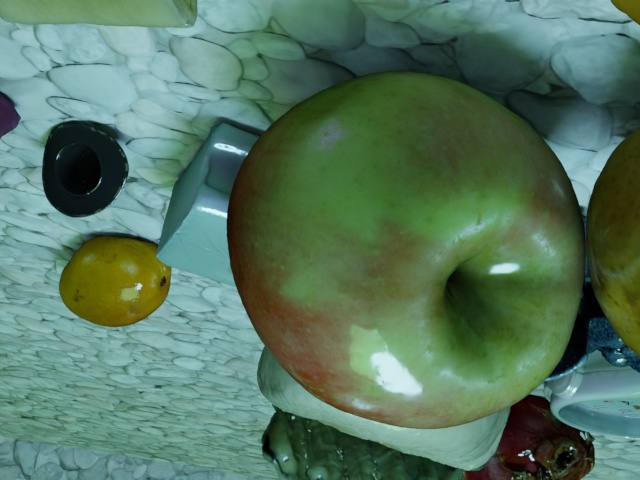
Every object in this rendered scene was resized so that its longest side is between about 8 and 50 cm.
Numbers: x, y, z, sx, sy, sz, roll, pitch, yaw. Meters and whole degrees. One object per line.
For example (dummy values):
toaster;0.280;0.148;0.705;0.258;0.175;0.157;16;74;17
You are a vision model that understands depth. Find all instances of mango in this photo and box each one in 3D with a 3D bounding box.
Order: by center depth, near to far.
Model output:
mango;-0.311;0.065;1.464;0.217;0.102;0.141;-15;140;40

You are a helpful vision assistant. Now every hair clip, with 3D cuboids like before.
hair clip;0.293;0.077;1.169;0.310;0.194;0.206;-7;163;30

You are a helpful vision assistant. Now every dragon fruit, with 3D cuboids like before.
dragon fruit;0.348;0.383;1.769;0.251;0.250;0.315;8;177;6

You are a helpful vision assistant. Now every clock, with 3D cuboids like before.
clock;0.467;0.218;1.484;0.324;0.108;0.265;-8;152;37

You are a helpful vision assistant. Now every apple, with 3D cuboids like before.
apple;0.069;0.005;0.915;0.319;0.319;0.277;25;179;-31

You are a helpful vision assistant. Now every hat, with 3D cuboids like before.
hat;-0.266;-0.085;1.151;0.121;0.121;0.050;1;-166;21

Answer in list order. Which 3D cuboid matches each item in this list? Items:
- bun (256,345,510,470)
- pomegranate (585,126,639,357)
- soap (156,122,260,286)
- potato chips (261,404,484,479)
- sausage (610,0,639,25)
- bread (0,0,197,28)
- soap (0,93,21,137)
bun;0.096;0.178;1.408;0.365;0.219;0.365;17;166;4
pomegranate;0.360;0.003;0.826;0.308;0.307;0.307;9;157;4
soap;0.000;0.000;1.168;0.347;0.115;0.208;18;156;-17
potato chips;0.098;0.311;1.645;0.373;0.389;0.097;9;114;11
sausage;0.234;-0.237;0.538;0.112;0.112;0.328;8;156;5
bread;-0.198;-0.225;0.798;0.178;0.060;0.139;5;155;14
soap;-0.532;-0.104;1.138;0.233;0.128;0.360;28;150;-34
